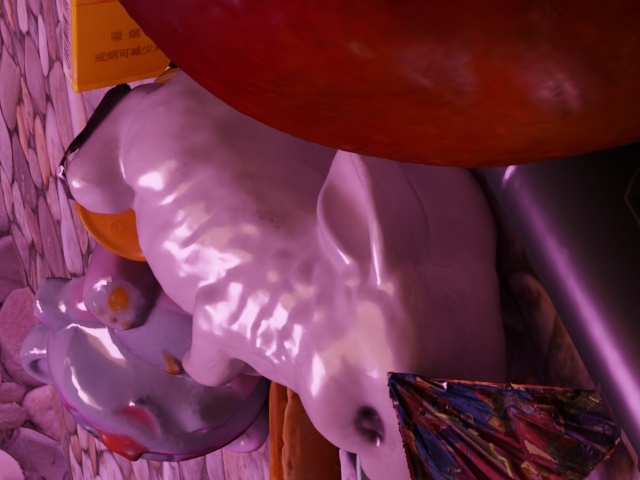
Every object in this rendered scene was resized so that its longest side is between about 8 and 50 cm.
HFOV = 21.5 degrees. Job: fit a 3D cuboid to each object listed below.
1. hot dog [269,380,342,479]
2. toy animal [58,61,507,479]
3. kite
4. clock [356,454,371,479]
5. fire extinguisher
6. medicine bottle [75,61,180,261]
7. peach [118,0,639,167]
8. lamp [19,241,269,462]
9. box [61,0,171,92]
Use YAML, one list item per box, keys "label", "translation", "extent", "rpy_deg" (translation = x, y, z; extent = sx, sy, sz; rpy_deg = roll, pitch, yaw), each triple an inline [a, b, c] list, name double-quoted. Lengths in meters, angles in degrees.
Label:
- label: "hot dog"
  translation: [-0.007, 0.205, 1.336]
  extent: [0.100, 0.068, 0.249]
  rpy_deg: [88, 180, -50]
- label: "toy animal"
  translation: [0.000, 0.000, 1.115]
  extent: [0.357, 0.194, 0.257]
  rpy_deg: [35, 101, 44]
- label: "kite"
  translation: [0.107, 0.141, 0.974]
  extent: [0.189, 0.009, 0.232]
  rpy_deg: [40, 130, 2]
- label: "clock"
  translation: [0.077, 0.178, 1.166]
  extent: [0.148, 0.060, 0.188]
  rpy_deg: [-154, 55, -67]
- label: "fire extinguisher"
  translation: [0.164, 0.044, 0.764]
  extent: [0.311, 0.095, 0.114]
  rpy_deg: [66, -172, 30]
- label: "medicine bottle"
  translation: [-0.116, -0.074, 1.355]
  extent: [0.192, 0.096, 0.096]
  rpy_deg: [-60, -20, -48]
- label: "peach"
  translation: [0.048, -0.191, 0.648]
  extent: [0.406, 0.310, 0.335]
  rpy_deg: [-156, 53, -67]
- label: "lamp"
  translation: [-0.130, 0.061, 1.509]
  extent: [0.301, 0.247, 0.247]
  rpy_deg: [117, 168, -52]
- label: "box"
  translation: [-0.135, -0.244, 1.371]
  extent: [0.269, 0.152, 0.043]
  rpy_deg: [97, 151, -46]
